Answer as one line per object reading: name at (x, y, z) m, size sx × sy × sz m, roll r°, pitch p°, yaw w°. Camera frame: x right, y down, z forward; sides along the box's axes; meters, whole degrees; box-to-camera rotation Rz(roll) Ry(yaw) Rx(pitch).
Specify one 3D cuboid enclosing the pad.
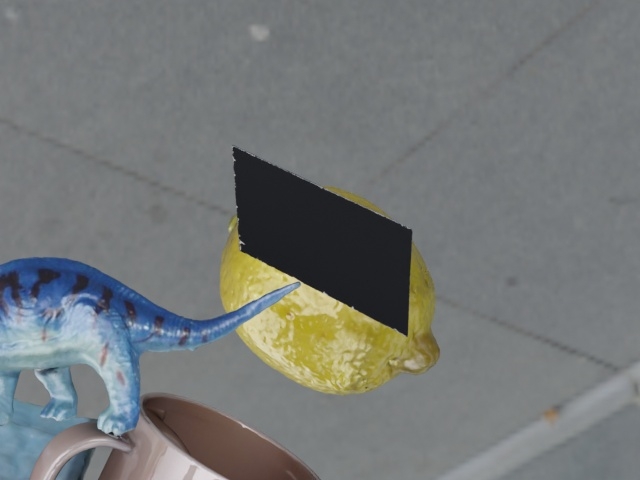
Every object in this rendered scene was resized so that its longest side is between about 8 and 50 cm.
pad at (0.000, 0.000, 1.329) m, size 0.190 × 0.004 × 0.127 m, roll 27°, pitch 139°, yaw 26°

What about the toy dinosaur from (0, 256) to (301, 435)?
toy dinosaur at (-0.185, 0.068, 0.986) m, size 0.329 × 0.144 × 0.076 m, roll 10°, pitch 180°, yaw -9°

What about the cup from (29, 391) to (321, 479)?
cup at (-0.147, 0.258, 1.341) m, size 0.253 × 0.191 × 0.200 m, roll 25°, pitch 98°, yaw -31°

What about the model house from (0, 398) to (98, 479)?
model house at (-0.427, 0.292, 1.482) m, size 0.339 × 0.297 × 0.360 m, roll 22°, pitch 138°, yaw -3°

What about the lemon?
lemon at (0.012, 0.064, 1.917) m, size 0.320 × 0.245 × 0.245 m, roll 36°, pitch 145°, yaw 15°
